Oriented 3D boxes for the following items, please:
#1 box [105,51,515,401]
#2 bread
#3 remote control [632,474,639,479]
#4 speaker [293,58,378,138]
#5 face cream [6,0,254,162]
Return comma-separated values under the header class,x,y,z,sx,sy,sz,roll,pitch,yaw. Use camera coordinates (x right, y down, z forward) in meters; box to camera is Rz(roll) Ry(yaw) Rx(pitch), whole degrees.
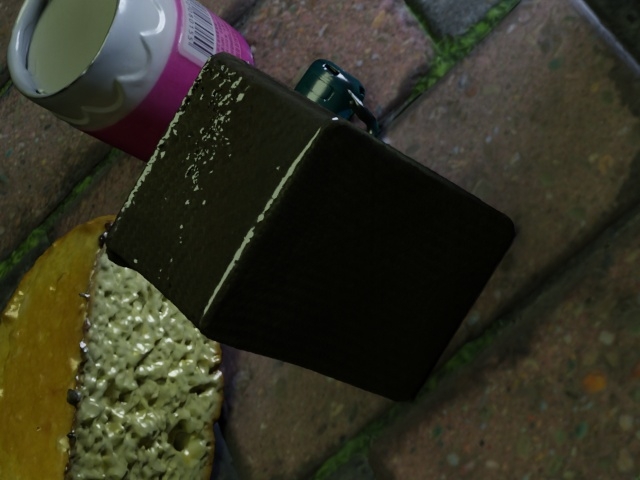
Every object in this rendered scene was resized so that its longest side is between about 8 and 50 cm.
class,x,y,z,sx,sy,sz,roll,pitch,yaw
box,-0.002,-0.001,0.934,0.143,0.273,0.184,37,98,40
bread,-0.209,0.140,1.103,0.179,0.194,0.340,-2,75,39
remote control,0.287,0.155,0.780,0.233,0.038,0.098,-42,51,18
speaker,0.011,-0.119,1.117,0.075,0.060,0.094,-56,47,9
face cream,-0.192,-0.182,1.225,0.175,0.195,0.175,-17,61,34
